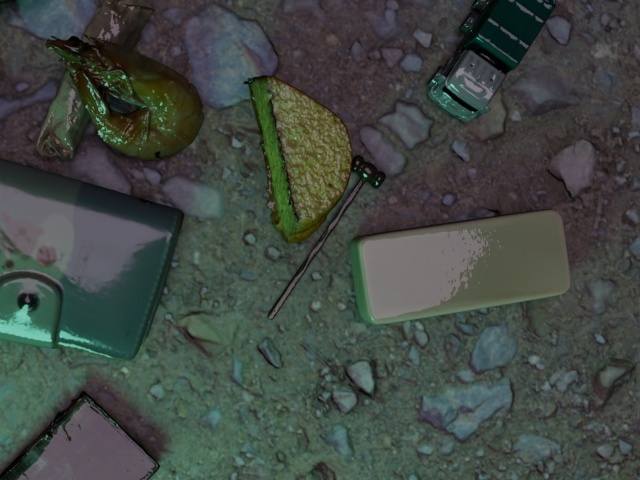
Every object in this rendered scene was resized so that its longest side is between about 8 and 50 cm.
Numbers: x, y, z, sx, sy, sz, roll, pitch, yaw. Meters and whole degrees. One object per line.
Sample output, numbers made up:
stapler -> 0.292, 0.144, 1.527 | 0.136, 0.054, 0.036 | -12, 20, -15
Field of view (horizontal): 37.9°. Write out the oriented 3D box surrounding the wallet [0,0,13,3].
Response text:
wallet -> -0.511, -0.383, 1.326 | 0.250, 0.044, 0.149 | -16, 62, -10

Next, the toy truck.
toy truck -> 0.276, -0.315, 1.461 | 0.114, 0.124, 0.253 | 34, 82, -6

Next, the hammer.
hammer -> 0.000, 0.000, 1.454 | 0.058, 0.029, 0.292 | 35, 85, -7

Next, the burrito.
burrito -> -0.334, -0.240, 1.370 | 0.082, 0.059, 0.275 | 28, 86, -41

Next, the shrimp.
shrimp -> -0.285, -0.210, 1.343 | 0.267, 0.061, 0.145 | 33, 91, -42

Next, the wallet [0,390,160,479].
wallet -> -0.401, 0.391, 1.362 | 0.169, 0.044, 0.317 | 44, 81, -3

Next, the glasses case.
glasses case -> 0.220, 0.040, 1.466 | 0.336, 0.076, 0.144 | -7, 90, -11

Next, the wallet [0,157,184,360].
wallet -> -0.397, 0.028, 1.336 | 0.360, 0.083, 0.252 | 15, 93, -14

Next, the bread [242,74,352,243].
bread -> -0.020, -0.134, 1.400 | 0.134, 0.129, 0.260 | -15, 93, -18
